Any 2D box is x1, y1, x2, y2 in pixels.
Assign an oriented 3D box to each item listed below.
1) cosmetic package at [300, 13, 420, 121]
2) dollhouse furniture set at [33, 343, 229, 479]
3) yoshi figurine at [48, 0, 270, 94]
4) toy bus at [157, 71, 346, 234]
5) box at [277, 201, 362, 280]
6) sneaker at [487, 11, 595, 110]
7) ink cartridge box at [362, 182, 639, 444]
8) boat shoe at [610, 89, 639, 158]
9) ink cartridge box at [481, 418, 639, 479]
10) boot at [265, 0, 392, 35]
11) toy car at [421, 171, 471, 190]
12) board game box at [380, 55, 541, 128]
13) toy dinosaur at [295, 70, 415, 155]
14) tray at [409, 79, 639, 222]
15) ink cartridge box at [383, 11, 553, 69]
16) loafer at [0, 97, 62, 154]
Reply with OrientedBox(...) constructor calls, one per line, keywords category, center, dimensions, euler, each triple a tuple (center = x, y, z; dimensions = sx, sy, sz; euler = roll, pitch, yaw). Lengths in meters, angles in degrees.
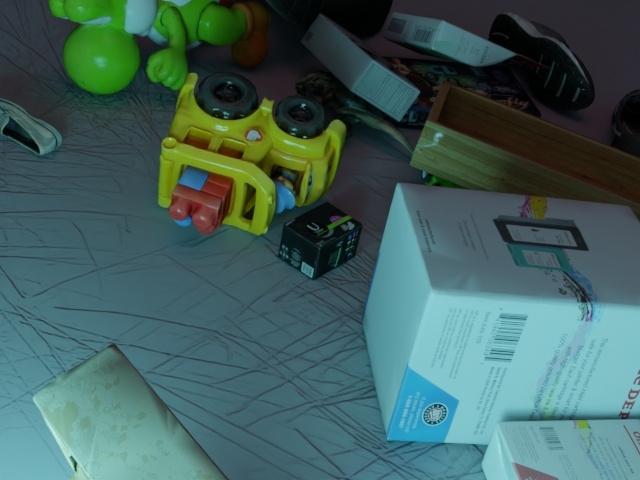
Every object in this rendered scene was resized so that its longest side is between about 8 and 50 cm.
OrientedBox(category="cosmetic package", center=(0.057, -0.267, 1.654), dimensions=(0.099, 0.060, 0.239), euler=(30, 13, -31))
OrientedBox(category="dollhouse furniture set", center=(-0.241, 0.296, 0.750), dimensions=(0.394, 0.256, 0.362), euler=(-33, 51, -20))
OrientedBox(category="yoshi figurine", center=(-0.253, -0.303, 1.625), dimensions=(0.362, 0.203, 0.203), euler=(-9, 79, -50))
OrientedBox(category="toy bus", center=(-0.097, -0.081, 1.348), dimensions=(0.220, 0.149, 0.211), euler=(16, 48, 2))
OrientedBox(category="box", center=(0.000, 0.000, 1.326), dimensions=(0.062, 0.052, 0.083), euler=(33, 41, 27))
OrientedBox(category="sneaker", center=(0.393, -0.310, 1.851), dimensions=(0.108, 0.100, 0.271), euler=(0, 36, -26))
OrientedBox(category="ink cartridge box", center=(0.204, 0.082, 1.145), dimensions=(0.270, 0.198, 0.197), euler=(5, 34, -11))
OrientedBox(category="boat shoe", center=(0.510, -0.177, 1.695), dimensions=(0.112, 0.095, 0.335), euler=(20, 35, 11))
OrientedBox(category="ink cartridge box", center=(0.271, 0.236, 1.059), dimensions=(0.198, 0.067, 0.115), euler=(1, 36, -13))
OrientedBox(category="boot", center=(-0.072, -0.460, 1.830), dimensions=(0.284, 0.138, 0.377), euler=(30, 18, 28))
OrientedBox(category="toy car", center=(0.183, -0.028, 1.422), dimensions=(0.239, 0.053, 0.225), euler=(3, 35, -14))
OrientedBox(category="board game box", center=(0.207, -0.231, 1.726), dimensions=(0.243, 0.042, 0.165), euler=(2, 35, -15))
OrientedBox(category="toy dinosaur", center=(0.034, -0.189, 1.603), dimensions=(0.118, 0.064, 0.268), euler=(-13, 45, -42))
OrientedBox(category="tray", center=(0.333, -0.085, 1.472), dimensions=(0.411, 0.076, 0.203), euler=(21, 26, 3))
OrientedBox(category="ink cartridge box", center=(0.237, -0.306, 1.780), dimensions=(0.225, 0.056, 0.181), euler=(20, 6, -27))
OrientedBox(category="loafer", center=(-0.400, -0.150, 1.428), dimensions=(0.125, 0.045, 0.039), euler=(26, 43, 15))
